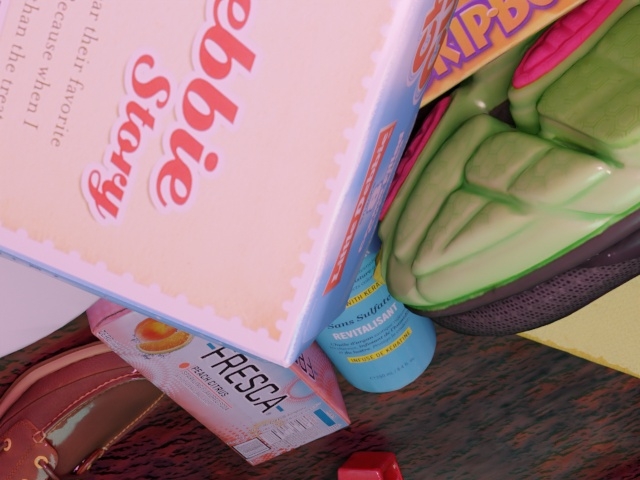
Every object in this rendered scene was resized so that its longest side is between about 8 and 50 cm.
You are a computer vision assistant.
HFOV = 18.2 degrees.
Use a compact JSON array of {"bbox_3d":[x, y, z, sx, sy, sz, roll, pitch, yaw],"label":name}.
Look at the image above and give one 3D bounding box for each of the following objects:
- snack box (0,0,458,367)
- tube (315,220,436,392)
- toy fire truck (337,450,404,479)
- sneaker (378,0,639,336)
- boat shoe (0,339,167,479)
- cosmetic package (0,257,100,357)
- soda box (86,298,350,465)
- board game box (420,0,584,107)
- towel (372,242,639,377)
[{"bbox_3d":[-0.034,-0.155,0.409,0.060,0.187,0.322,-41,152,-72],"label":"snack box"},{"bbox_3d":[0.000,0.000,0.921,0.080,0.052,0.207,-31,142,1],"label":"tube"},{"bbox_3d":[-0.010,0.222,1.155,0.135,0.192,0.047,-5,-173,13],"label":"toy fire truck"},{"bbox_3d":[0.249,-0.060,0.770,0.483,0.185,0.202,-23,116,11],"label":"sneaker"},{"bbox_3d":[-0.139,0.108,1.000,0.178,0.060,0.064,-33,145,23],"label":"boat shoe"},{"bbox_3d":[-0.143,-0.070,0.605,0.151,0.183,0.151,-31,146,20],"label":"cosmetic package"},{"bbox_3d":[-0.049,0.042,0.939,0.058,0.063,0.183,-24,148,10],"label":"soda box"},{"bbox_3d":[0.119,-0.127,0.719,0.259,0.039,0.124,-30,-169,22],"label":"board game box"},{"bbox_3d":[0.150,0.013,0.897,0.237,0.021,0.102,19,118,-7],"label":"towel"}]
